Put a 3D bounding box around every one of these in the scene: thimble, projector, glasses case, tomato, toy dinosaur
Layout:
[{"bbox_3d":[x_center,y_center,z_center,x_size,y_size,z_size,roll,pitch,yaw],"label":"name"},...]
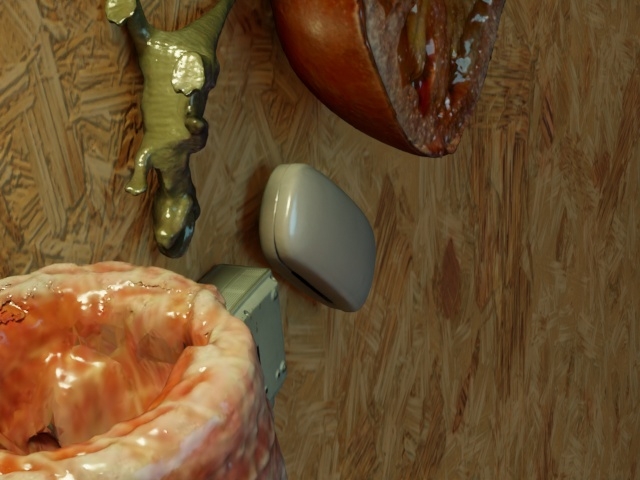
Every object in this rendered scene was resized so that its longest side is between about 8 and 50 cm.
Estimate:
[{"bbox_3d":[-0.138,0.129,1.108,0.239,0.239,0.162,-58,146,-51],"label":"thimble"},{"bbox_3d":[-0.078,0.101,1.490,0.147,0.061,0.115,-50,142,-56],"label":"projector"},{"bbox_3d":[0.000,0.000,1.676,0.233,0.059,0.092,37,58,-65],"label":"glasses case"},{"bbox_3d":[0.045,-0.248,1.628,0.338,0.143,0.338,4,90,-65],"label":"tomato"},{"bbox_3d":[-0.103,-0.126,1.396,0.200,0.072,0.251,71,17,-67],"label":"toy dinosaur"}]
